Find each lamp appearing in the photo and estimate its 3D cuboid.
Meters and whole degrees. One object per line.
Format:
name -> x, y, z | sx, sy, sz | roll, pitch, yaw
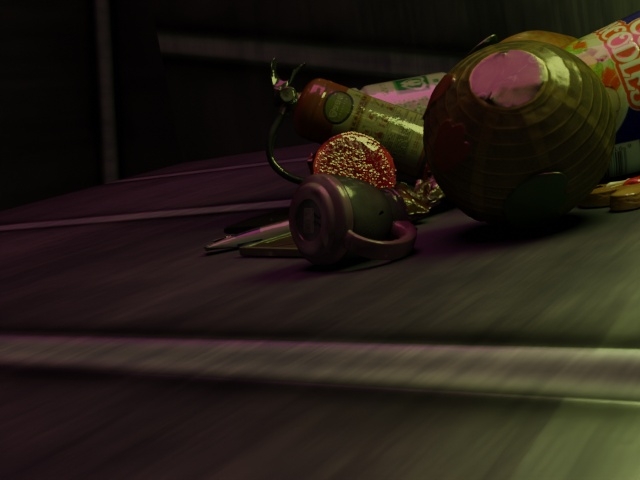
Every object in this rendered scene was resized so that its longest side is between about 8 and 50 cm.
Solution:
lamp -> 0.262, -0.127, 1.424 | 0.250, 0.250, 0.284 | -8, -32, 16

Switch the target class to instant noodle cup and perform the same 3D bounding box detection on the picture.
instant noodle cup -> 0.433, -0.202, 1.647 | 0.312, 0.284, 0.284 | -18, 7, 6

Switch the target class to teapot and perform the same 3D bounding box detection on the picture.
teapot -> 0.051, -0.030, 1.384 | 0.146, 0.116, 0.148 | -4, -1, -37

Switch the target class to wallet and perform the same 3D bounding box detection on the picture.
wallet -> -0.042, -0.045, 1.886 | 0.124, 0.025, 0.244 | -2, 12, 45

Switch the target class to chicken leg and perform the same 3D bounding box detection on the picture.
chicken leg -> 0.185, -0.084, 1.701 | 0.113, 0.093, 0.304 | 8, 21, 30

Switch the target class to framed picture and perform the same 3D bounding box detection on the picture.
framed picture -> 0.000, 0.000, 1.564 | 0.150, 0.015, 0.203 | -17, 11, -40

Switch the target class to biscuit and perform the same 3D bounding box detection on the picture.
biscuit -> 0.446, -0.070, 1.435 | 0.240, 0.035, 0.158 | -1, 10, 45

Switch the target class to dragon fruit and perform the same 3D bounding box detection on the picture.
dragon fruit -> 0.040, -0.099, 1.837 | 0.153, 0.153, 0.111 | -13, -12, -17

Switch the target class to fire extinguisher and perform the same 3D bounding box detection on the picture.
fire extinguisher -> 0.057, -0.179, 1.908 | 0.376, 0.200, 0.113 | 22, -28, 6

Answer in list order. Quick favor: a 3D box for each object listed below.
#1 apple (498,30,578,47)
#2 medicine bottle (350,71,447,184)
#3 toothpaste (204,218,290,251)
apple -> 0.379, -0.234, 1.873 | 0.264, 0.264, 0.264 | -10, 8, 1
medicine bottle -> 0.211, -0.214, 2.089 | 0.325, 0.212, 0.212 | -10, 8, -4
toothpaste -> -0.097, -0.006, 1.688 | 0.170, 0.028, 0.045 | -14, -3, -3
